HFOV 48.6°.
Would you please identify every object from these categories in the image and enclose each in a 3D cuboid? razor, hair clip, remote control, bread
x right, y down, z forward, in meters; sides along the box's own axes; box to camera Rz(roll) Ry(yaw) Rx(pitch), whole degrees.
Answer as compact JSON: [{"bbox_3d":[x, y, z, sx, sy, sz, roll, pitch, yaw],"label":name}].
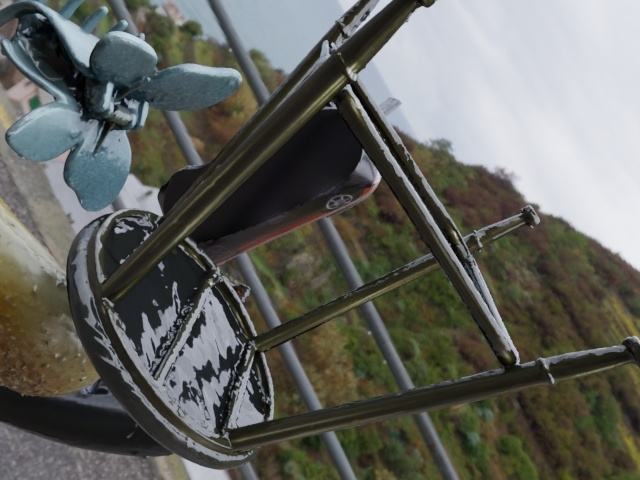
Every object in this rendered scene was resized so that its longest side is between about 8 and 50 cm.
[{"bbox_3d":[-0.362,0.241,1.117,0.189,0.327,0.107,-79,-179,-60],"label":"razor"},{"bbox_3d":[-0.399,-0.281,1.243,0.238,0.392,0.318,55,13,20],"label":"hair clip"},{"bbox_3d":[0.138,-0.286,1.532,0.039,0.096,0.014,25,-44,29],"label":"remote control"},{"bbox_3d":[-0.387,0.071,0.872,0.305,0.159,0.305,38,-24,20],"label":"bread"}]

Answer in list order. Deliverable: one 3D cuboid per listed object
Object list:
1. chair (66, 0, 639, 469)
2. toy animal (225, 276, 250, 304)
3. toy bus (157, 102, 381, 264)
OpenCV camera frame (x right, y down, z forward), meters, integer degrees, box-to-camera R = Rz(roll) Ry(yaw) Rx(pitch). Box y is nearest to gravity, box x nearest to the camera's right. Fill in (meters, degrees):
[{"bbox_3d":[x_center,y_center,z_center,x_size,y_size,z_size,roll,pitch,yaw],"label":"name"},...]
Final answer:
[{"bbox_3d":[0.000,0.000,0.717,0.362,0.410,0.364,54,14,-17],"label":"chair"},{"bbox_3d":[-0.346,0.123,2.159,0.168,0.106,0.343,33,-9,-27],"label":"toy animal"},{"bbox_3d":[-0.065,-0.069,0.937,0.127,0.303,0.147,68,12,8],"label":"toy bus"}]
